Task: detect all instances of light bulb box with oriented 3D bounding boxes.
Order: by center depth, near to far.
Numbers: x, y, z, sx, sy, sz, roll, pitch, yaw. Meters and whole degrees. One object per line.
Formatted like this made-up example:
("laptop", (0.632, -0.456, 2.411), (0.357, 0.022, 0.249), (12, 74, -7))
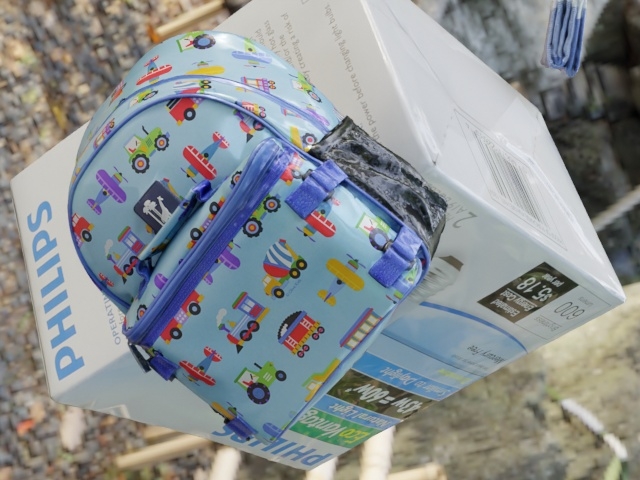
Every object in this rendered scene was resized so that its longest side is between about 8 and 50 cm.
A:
("light bulb box", (0.000, 0.000, 1.072), (0.358, 0.361, 0.225), (27, 38, -50))

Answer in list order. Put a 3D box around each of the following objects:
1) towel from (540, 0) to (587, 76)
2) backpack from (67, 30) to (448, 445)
("towel", (0.236, -0.300, 1.179), (0.209, 0.034, 0.285), (-59, 156, -78))
("backpack", (-0.045, -0.009, 0.620), (0.173, 0.158, 0.117), (42, 22, -6))
